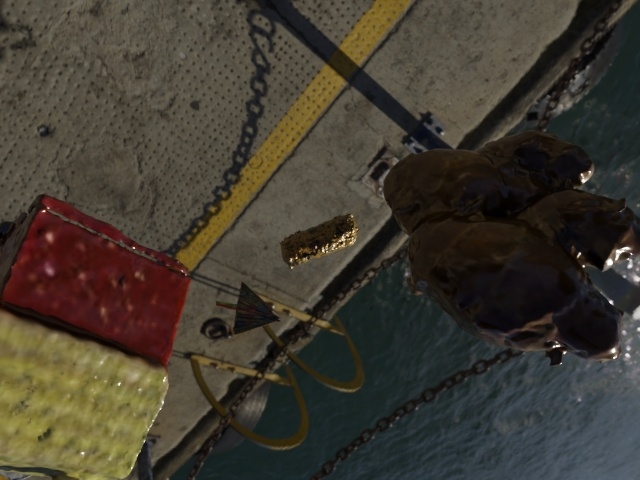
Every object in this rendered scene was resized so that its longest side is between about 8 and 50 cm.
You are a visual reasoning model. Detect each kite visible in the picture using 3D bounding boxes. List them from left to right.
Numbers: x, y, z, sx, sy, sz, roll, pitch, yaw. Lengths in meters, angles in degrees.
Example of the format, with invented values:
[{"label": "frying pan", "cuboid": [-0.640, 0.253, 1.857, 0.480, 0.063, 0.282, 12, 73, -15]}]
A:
[{"label": "kite", "cuboid": [-0.194, 0.185, 1.245, 0.183, 0.241, 0.014, 16, 117, -17]}]

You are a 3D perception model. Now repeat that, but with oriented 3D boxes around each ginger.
[{"label": "ginger", "cuboid": [0.242, -0.004, 0.603, 0.274, 0.358, 0.152, -15, 141, 4]}]

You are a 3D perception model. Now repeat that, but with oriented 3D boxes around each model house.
[{"label": "model house", "cuboid": [-0.263, 0.114, 0.458, 0.160, 0.254, 0.196, -29, 135, 29]}]

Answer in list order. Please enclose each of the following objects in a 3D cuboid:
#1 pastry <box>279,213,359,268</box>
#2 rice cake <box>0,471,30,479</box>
[{"label": "pastry", "cuboid": [0.000, 0.000, 0.789, 0.140, 0.080, 0.056, -22, 111, 1]}, {"label": "rice cake", "cuboid": [-0.557, 0.213, 0.624, 0.399, 0.070, 0.064, 44, 72, -22]}]
